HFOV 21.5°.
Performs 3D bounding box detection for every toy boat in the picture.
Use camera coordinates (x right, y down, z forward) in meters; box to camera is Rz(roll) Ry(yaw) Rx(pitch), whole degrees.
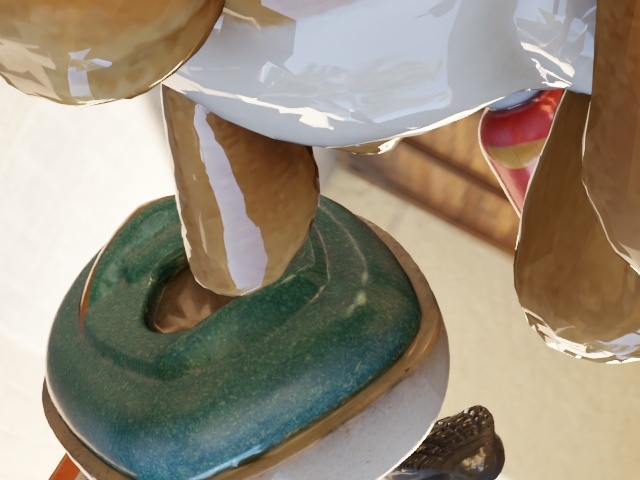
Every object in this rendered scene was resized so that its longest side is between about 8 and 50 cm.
[{"bbox_3d":[0.000,0.000,0.828,0.318,0.148,0.267,-33,-154,-14],"label":"toy boat"}]

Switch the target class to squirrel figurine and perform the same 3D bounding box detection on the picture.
[{"bbox_3d":[0.129,-0.162,0.513,0.281,0.370,0.397,70,22,-69],"label":"squirrel figurine"}]

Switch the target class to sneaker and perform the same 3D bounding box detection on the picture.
[{"bbox_3d":[0.096,0.218,1.379,0.109,0.130,0.286,-26,172,-17],"label":"sneaker"}]

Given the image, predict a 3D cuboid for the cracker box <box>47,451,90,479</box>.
[{"bbox_3d":[-0.151,0.214,1.482,0.155,0.067,0.232,-59,159,-23],"label":"cracker box"}]
